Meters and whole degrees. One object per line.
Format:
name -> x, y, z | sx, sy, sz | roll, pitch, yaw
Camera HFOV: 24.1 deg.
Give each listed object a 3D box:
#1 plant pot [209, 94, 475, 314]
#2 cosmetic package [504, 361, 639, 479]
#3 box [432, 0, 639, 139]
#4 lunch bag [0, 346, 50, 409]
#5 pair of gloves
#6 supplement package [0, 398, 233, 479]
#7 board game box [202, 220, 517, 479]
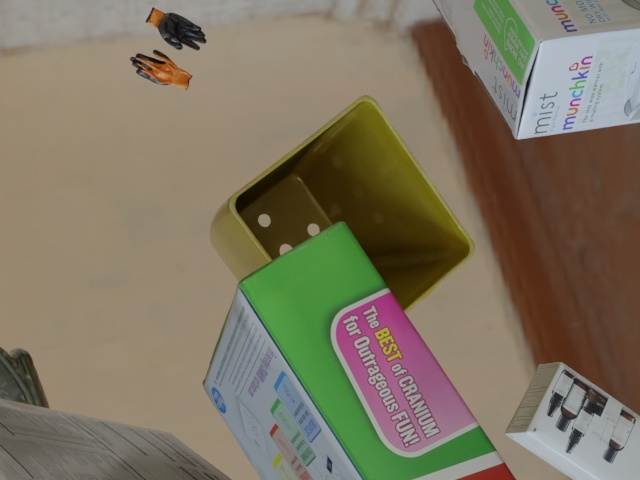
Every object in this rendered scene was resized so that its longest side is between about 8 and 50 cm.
plant pot -> 0.000, 0.000, 1.651 | 0.212, 0.212, 0.187 | 54, 155, -7
cosmetic package -> 0.340, 0.247, 1.756 | 0.099, 0.239, 0.060 | -60, 14, -16
box -> 0.250, -0.235, 1.451 | 0.126, 0.231, 0.262 | 99, 157, -45
lunch bag -> -0.375, 0.196, 1.496 | 0.256, 0.212, 0.305 | 47, 161, 3
pair of gloves -> -0.175, -0.219, 1.723 | 0.083, 0.074, 0.010 | -69, 16, -2
supplement package -> -0.201, 0.252, 1.147 | 0.198, 0.263, 0.199 | 26, 96, 50
board game box -> 0.053, 0.168, 0.804 | 0.316, 0.064, 0.242 | 57, 164, 9
